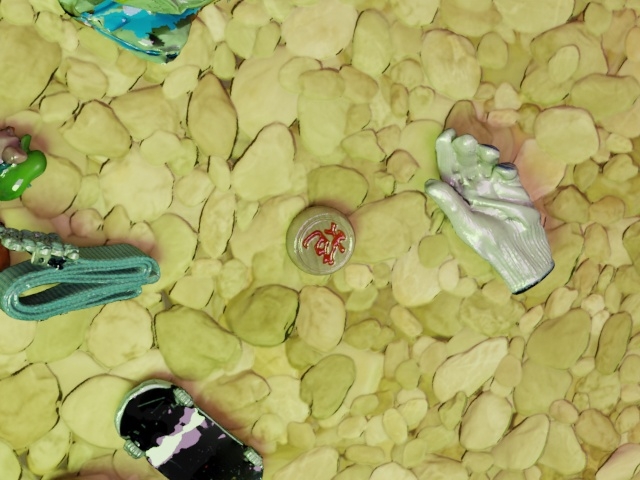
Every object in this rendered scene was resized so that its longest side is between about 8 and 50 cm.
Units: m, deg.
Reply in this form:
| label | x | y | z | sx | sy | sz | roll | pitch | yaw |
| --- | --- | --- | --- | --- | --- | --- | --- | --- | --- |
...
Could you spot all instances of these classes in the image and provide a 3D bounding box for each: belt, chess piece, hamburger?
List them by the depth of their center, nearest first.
| label | x | y | z | sx | sy | sz | roll | pitch | yaw |
| --- | --- | --- | --- | --- | --- | --- | --- | --- | --- |
| hamburger | -0.174 | -0.335 | 0.968 | 0.260 | 0.150 | 0.276 | -44 | 112 | -5 |
| belt | -0.258 | 0.026 | 1.056 | 0.179 | 0.065 | 0.100 | -10 | 113 | -39 |
| chess piece | 0.000 | 0.000 | 1.169 | 0.084 | 0.038 | 0.083 | -5 | 105 | -19 |

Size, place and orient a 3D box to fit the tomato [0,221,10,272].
| label | x | y | z | sx | sy | sz | roll | pitch | yaw |
| --- | --- | --- | --- | --- | --- | --- | --- | --- | --- |
| tomato | -0.431 | 0.036 | 0.997 | 0.228 | 0.112 | 0.199 | -8 | 108 | -14 |

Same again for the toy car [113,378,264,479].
| label | x | y | z | sx | sy | sz | roll | pitch | yaw |
| --- | --- | --- | --- | --- | --- | --- | --- | --- | --- |
| toy car | -0.154 | 0.241 | 1.168 | 0.095 | 0.056 | 0.205 | -46 | 109 | -3 |

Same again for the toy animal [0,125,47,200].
| label | x | y | z | sx | sy | sz | roll | pitch | yaw |
| --- | --- | --- | --- | --- | --- | --- | --- | --- | --- |
| toy animal | -0.368 | -0.122 | 0.982 | 0.208 | 0.100 | 0.103 | 59 | 43 | -33 |

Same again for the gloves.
| label | x | y | z | sx | sy | sz | roll | pitch | yaw |
| --- | --- | --- | --- | --- | --- | --- | --- | --- | --- |
| gloves | 0.203 | -0.038 | 1.197 | 0.119 | 0.097 | 0.229 | -38 | 115 | -18 |
